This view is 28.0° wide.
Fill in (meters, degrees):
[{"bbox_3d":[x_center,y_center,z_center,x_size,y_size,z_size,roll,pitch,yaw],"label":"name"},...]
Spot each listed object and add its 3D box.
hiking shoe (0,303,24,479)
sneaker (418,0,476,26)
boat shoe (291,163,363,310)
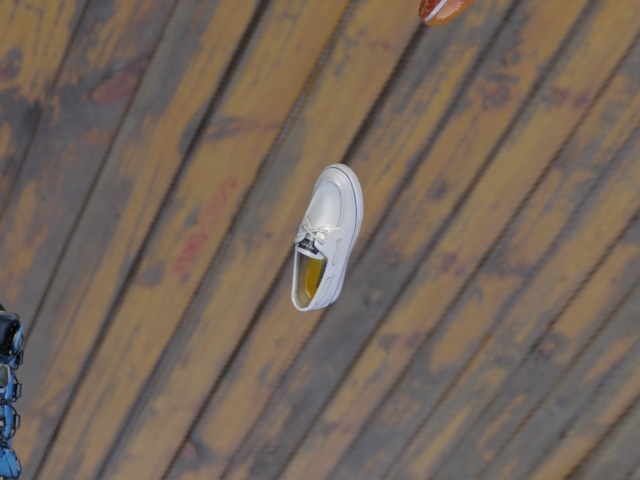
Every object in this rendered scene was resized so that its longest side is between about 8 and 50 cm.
[{"bbox_3d":[-0.270,0.108,0.934,0.132,0.304,0.113,-43,149,21],"label":"hiking shoe"},{"bbox_3d":[0.135,-0.200,0.859,0.067,0.064,0.175,33,123,-25],"label":"sneaker"},{"bbox_3d":[0.000,0.000,0.820,0.035,0.035,0.100,-24,133,-54],"label":"boat shoe"}]
